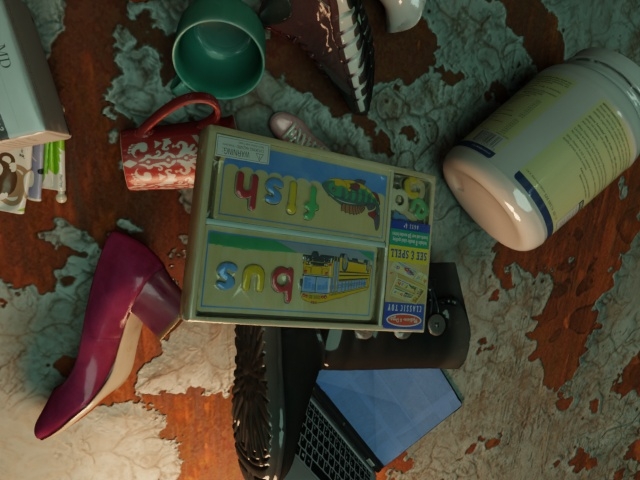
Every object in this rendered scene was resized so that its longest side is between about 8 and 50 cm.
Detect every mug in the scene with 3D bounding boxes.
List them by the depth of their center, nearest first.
[{"bbox_3d":[-0.158,-0.286,0.776,0.157,0.098,0.130,-7,142,6],"label":"mug"},{"bbox_3d":[-0.215,-0.148,0.815,0.169,0.113,0.151,-7,107,-13],"label":"mug"}]

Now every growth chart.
[{"bbox_3d":[-0.491,-0.112,0.771,0.237,0.021,0.172,-4,111,-17],"label":"growth chart"}]

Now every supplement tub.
[{"bbox_3d":[0.413,-0.165,0.964,0.324,0.235,0.235,-41,118,-2],"label":"supplement tub"}]

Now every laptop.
[{"bbox_3d":[0.117,0.414,1.086,0.236,0.408,0.382,-20,121,26],"label":"laptop"}]

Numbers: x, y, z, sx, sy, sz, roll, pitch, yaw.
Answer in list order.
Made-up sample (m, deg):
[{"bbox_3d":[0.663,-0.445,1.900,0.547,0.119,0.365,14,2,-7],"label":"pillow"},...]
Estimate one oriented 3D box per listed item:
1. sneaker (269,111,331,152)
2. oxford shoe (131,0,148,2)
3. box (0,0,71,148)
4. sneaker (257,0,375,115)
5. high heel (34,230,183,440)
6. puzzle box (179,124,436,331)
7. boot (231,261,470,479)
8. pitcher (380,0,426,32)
[{"bbox_3d":[-0.026,-0.164,0.895,0.134,0.070,0.051,40,95,-27],"label":"sneaker"},{"bbox_3d":[-0.235,-0.371,0.750,0.212,0.076,0.076,5,139,-25],"label":"oxford shoe"},{"bbox_3d":[-0.410,-0.206,0.658,0.118,0.182,0.181,-16,103,-14],"label":"box"},{"bbox_3d":[-0.008,-0.319,0.838,0.162,0.107,0.282,2,143,18],"label":"sneaker"},{"bbox_3d":[-0.389,0.165,0.893,0.377,0.127,0.181,-44,89,5],"label":"high heel"},{"bbox_3d":[0.000,0.000,0.819,0.408,0.052,0.273,7,86,-29],"label":"puzzle box"},{"bbox_3d":[0.073,0.222,0.960,0.444,0.146,0.368,1,89,-33],"label":"boot"},{"bbox_3d":[0.103,-0.459,0.812,0.207,0.125,0.178,40,72,-38],"label":"pitcher"}]
